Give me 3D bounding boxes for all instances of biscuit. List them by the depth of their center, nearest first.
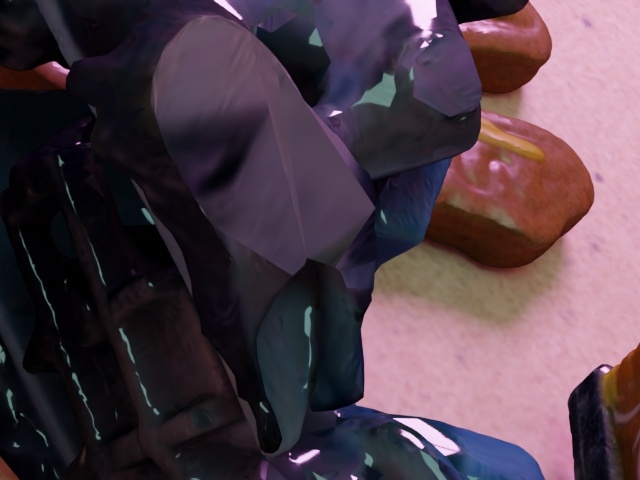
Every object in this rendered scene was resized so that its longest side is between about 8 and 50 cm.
[{"bbox_3d":[-0.019,-0.081,0.743,0.295,0.044,0.186,7,50,-26],"label":"biscuit"}]

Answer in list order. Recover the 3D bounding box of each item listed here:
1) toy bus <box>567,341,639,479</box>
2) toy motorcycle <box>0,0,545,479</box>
[{"bbox_3d":[0.275,0.114,0.650,0.323,0.194,0.162,16,48,-18],"label":"toy bus"},{"bbox_3d":[0.000,0.000,0.586,0.232,0.172,0.416,-16,80,-37],"label":"toy motorcycle"}]
